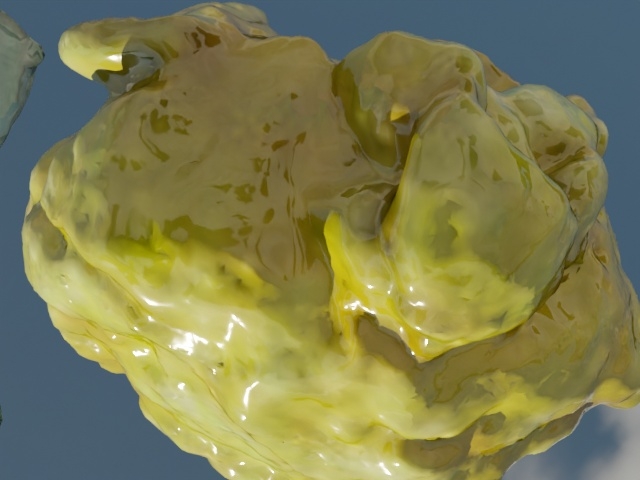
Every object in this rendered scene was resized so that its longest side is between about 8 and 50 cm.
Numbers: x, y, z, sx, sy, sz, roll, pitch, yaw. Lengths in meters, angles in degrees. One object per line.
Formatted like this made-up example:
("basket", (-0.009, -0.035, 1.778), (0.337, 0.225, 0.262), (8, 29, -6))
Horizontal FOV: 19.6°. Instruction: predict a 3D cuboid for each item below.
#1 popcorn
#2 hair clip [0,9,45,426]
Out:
("popcorn", (0.001, 0.013, 1.009), (0.334, 0.292, 0.294), (-4, -88, 21))
("hair clip", (-0.275, 0.043, 0.737), (0.318, 0.238, 0.392), (-5, -88, -16))
